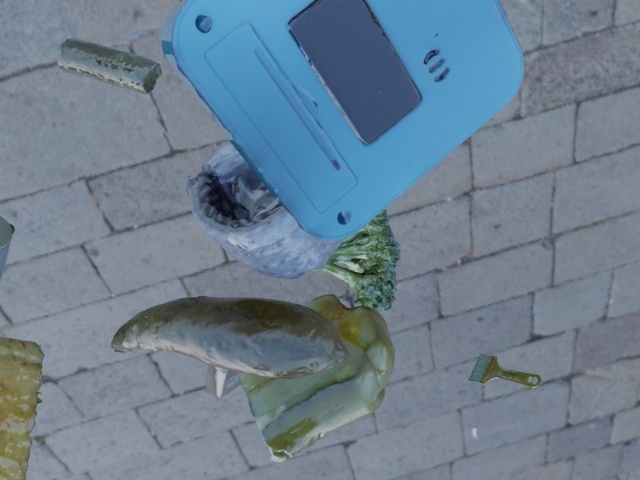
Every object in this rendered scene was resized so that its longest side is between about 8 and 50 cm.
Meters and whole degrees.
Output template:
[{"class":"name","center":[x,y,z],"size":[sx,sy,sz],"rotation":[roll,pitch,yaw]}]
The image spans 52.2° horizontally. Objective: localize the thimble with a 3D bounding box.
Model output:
[{"class":"thimble","center":[-0.081,-0.056,1.047],"size":[0.245,0.217,0.157],"rotation":[10,154,34]}]

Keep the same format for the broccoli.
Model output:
[{"class":"broccoli","center":[-0.001,-0.010,1.648],"size":[0.396,0.353,0.275],"rotation":[7,106,-6]}]

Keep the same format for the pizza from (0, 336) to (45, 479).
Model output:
[{"class":"pizza","center":[-0.268,0.206,0.364],"size":[0.280,0.288,0.075],"rotation":[-5,161,-48]}]

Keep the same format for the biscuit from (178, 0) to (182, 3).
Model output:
[{"class":"biscuit","center":[-0.210,-0.500,1.252],"size":[0.039,0.236,0.180],"rotation":[29,136,3]}]

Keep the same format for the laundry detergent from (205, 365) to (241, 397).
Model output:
[{"class":"laundry detergent","center":[-0.218,0.302,1.704],"size":[0.171,0.076,0.237],"rotation":[-35,158,-35]}]

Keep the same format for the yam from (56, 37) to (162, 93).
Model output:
[{"class":"yam","center":[-0.523,-0.434,1.625],"size":[0.259,0.093,0.093],"rotation":[18,130,10]}]

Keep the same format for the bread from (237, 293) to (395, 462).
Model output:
[{"class":"bread","center":[0.003,0.281,1.396],"size":[0.341,0.300,0.210],"rotation":[-32,129,-5]}]

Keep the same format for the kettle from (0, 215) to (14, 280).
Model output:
[{"class":"kettle","center":[-0.818,0.052,1.480],"size":[0.210,0.160,0.243],"rotation":[-17,154,-50]}]

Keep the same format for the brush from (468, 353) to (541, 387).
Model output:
[{"class":"brush","center":[0.461,0.334,1.630],"size":[0.010,0.218,0.083],"rotation":[34,74,-26]}]

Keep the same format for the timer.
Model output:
[{"class":"timer","center":[0.025,-0.155,0.548],"size":[0.250,0.091,0.232],"rotation":[-38,116,-2]}]

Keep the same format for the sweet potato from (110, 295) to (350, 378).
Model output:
[{"class":"sweet potato","center":[-0.161,0.154,1.071],"size":[0.422,0.131,0.131],"rotation":[1,133,12]}]
